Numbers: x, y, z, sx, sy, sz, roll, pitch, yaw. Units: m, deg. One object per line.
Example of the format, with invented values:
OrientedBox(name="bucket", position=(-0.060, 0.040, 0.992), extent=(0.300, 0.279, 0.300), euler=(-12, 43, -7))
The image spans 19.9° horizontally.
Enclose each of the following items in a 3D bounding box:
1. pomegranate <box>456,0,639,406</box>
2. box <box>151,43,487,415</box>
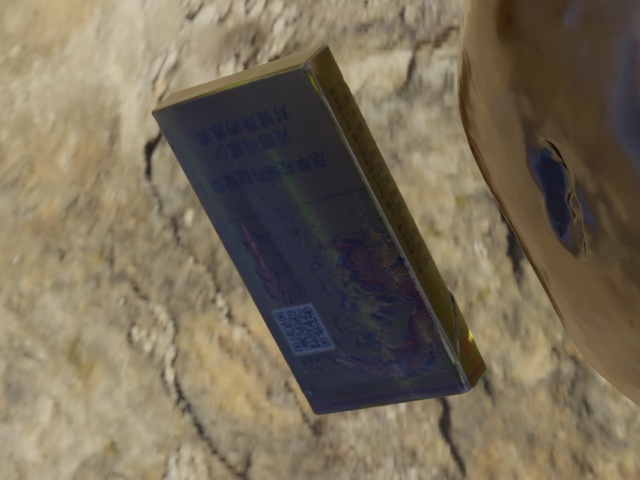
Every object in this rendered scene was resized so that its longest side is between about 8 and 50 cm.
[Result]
OrientedBox(name="pomegranate", position=(0.156, -0.051, 0.502), extent=(0.248, 0.248, 0.248), euler=(1, 110, 2))
OrientedBox(name="box", position=(0.000, 0.000, 0.755), extent=(0.089, 0.022, 0.156), euler=(-14, 112, 40))
